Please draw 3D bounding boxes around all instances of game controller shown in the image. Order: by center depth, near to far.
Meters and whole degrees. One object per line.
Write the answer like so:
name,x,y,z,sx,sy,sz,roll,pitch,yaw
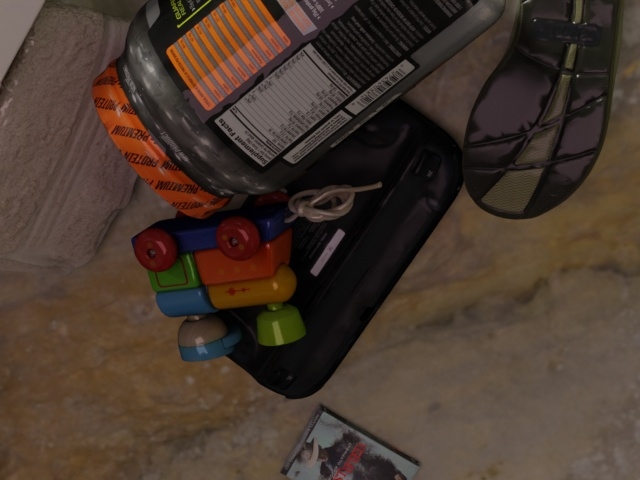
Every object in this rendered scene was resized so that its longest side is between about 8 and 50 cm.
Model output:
game controller,0.000,0.000,1.604,0.166,0.067,0.319,39,111,14

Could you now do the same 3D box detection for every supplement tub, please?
supplement tub,-0.023,-0.182,1.455,0.338,0.207,0.207,-37,96,15

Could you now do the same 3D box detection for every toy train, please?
toy train,-0.043,0.032,1.541,0.248,0.105,0.143,-8,105,25

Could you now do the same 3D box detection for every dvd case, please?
dvd case,0.030,0.230,1.683,0.119,0.013,0.087,31,111,3

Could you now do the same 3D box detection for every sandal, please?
sandal,0.216,-0.162,1.491,0.120,0.086,0.303,17,95,13

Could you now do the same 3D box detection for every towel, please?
towel,-0.246,-0.089,1.563,0.049,0.187,0.282,42,116,36

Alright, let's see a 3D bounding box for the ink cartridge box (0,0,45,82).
ink cartridge box,-0.354,-0.241,1.457,0.168,0.232,0.171,24,99,-30
